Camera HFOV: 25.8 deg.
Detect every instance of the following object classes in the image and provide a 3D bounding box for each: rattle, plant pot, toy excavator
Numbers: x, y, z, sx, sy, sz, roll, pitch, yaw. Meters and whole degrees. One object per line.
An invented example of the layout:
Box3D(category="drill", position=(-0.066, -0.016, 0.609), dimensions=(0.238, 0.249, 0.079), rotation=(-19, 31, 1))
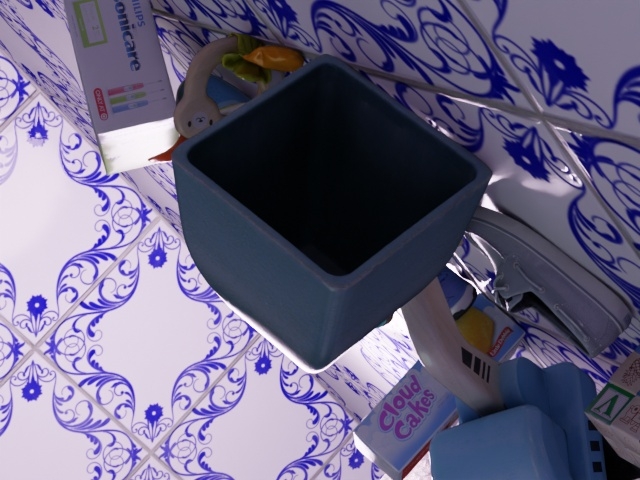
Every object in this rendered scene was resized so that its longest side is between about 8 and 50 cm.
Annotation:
Box3D(category="rattle", position=(-0.111, -0.151, 1.702), dimensions=(0.143, 0.199, 0.130), rotation=(34, 167, 41))
Box3D(category="plant pot", position=(0.000, 0.000, 1.537), dimensions=(0.248, 0.247, 0.252), rotation=(38, 144, 23))
Box3D(category="toy excavator", position=(0.214, 0.206, 1.712), dimensions=(0.222, 0.433, 0.445), rotation=(-21, 143, 29))

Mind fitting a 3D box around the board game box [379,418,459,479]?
Box3D(category="board game box", position=(0.293, 0.473, 2.663), dimensions=(0.141, 0.232, 0.291), rotation=(49, 167, -31))

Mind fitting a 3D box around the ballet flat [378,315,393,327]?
Box3D(category="ballet flat", position=(0.034, -0.002, 2.080), dimensions=(0.095, 0.096, 0.280), rotation=(-26, 105, 39))

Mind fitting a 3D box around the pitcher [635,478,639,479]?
Box3D(category="pitcher", position=(0.515, 0.399, 1.878), dimensions=(0.207, 0.125, 0.178), rotation=(22, 175, 34))

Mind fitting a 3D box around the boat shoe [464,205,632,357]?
Box3D(category="boat shoe", position=(0.233, 0.046, 1.545), dimensions=(0.227, 0.081, 0.079), rotation=(37, 169, 25))

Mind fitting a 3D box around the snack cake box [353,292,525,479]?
Box3D(category="snack cake box", position=(0.165, 0.210, 1.962), dimensions=(0.089, 0.264, 0.152), rotation=(41, 170, 11))

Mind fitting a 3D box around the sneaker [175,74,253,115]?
Box3D(category="sneaker", position=(-0.087, -0.153, 1.890), dimensions=(0.319, 0.127, 0.208), rotation=(49, 158, 21))

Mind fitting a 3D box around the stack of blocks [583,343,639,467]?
Box3D(category="stack of blocks", position=(0.397, 0.212, 1.358), dimensions=(0.087, 0.171, 0.297), rotation=(49, 168, -33))

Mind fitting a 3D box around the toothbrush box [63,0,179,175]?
Box3D(category="toothbrush box", position=(-0.284, -0.230, 2.024), dimensions=(0.283, 0.122, 0.206), rotation=(130, 126, -79))

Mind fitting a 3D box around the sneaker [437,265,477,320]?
Box3D(category="sneaker", position=(0.137, 0.055, 1.951), dimensions=(0.081, 0.080, 0.211), rotation=(46, 169, -33))
